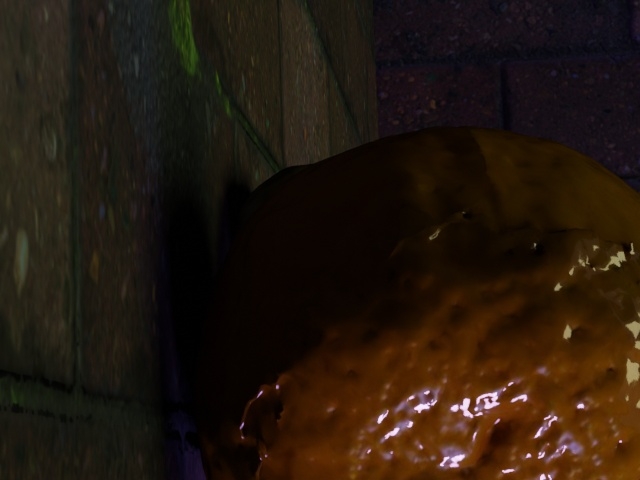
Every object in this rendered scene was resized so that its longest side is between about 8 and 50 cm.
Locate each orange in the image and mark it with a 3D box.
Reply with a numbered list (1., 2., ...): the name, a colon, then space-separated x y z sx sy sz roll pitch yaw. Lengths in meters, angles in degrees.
1. orange: 0.087 0.088 1.035 0.293 0.340 0.341 -93 179 -72

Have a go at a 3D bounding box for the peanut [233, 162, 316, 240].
1. peanut: 0.000 0.000 1.252 0.224 0.129 0.129 -76 163 -80
